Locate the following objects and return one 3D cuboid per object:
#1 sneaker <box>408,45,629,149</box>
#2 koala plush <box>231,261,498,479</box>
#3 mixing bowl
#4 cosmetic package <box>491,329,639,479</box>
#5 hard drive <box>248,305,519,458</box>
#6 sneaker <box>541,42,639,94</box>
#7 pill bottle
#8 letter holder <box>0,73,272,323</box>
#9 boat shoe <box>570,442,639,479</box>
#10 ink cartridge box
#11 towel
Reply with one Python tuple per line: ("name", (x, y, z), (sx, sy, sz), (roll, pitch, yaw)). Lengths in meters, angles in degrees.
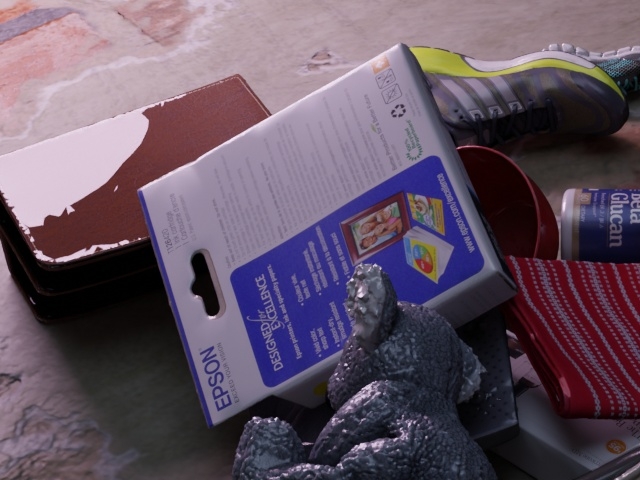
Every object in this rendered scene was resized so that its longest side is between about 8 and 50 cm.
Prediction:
("sneaker", (0.199, -0.140, 2.165), (0.300, 0.111, 0.121), (3, 48, 23))
("koala plush", (0.066, 0.145, 1.617), (0.203, 0.196, 0.221), (-17, 47, 37))
("mixing bowl", (0.173, 0.001, 1.941), (0.181, 0.181, 0.098), (31, 12, 40))
("cosmetic package", (0.205, 0.161, 1.787), (0.099, 0.060, 0.239), (-34, 44, -29))
("hard drive", (0.059, 0.146, 1.777), (0.255, 0.054, 0.172), (-16, 49, 14))
("sneaker", (0.332, -0.182, 2.228), (0.167, 0.065, 0.076), (2, 54, 18))
("pill bottle", (0.333, -0.006, 1.954), (0.169, 0.094, 0.094), (1, 38, 11))
("letter holder", (-0.170, -0.020, 2.021), (0.302, 0.152, 0.214), (-21, 41, -17))
("boat shoe", (0.271, 0.222, 1.625), (0.335, 0.112, 0.095), (-22, 10, -2))
("ink cartridge box", (0.000, 0.000, 1.819), (0.307, 0.072, 0.303), (-30, 52, 14))
("towel", (0.294, 0.087, 1.778), (0.275, 0.031, 0.199), (2, 43, -30))
